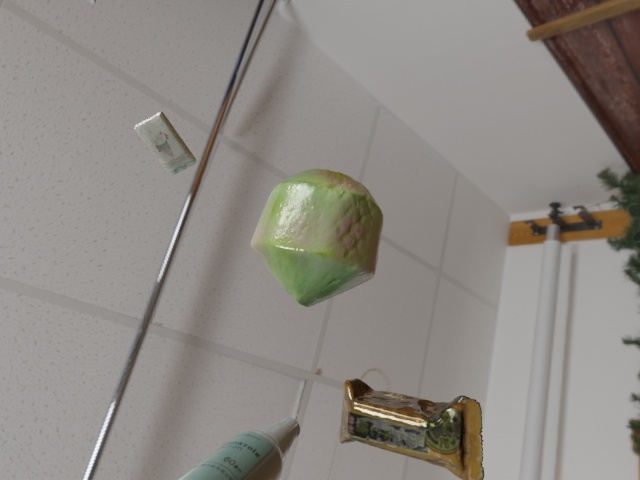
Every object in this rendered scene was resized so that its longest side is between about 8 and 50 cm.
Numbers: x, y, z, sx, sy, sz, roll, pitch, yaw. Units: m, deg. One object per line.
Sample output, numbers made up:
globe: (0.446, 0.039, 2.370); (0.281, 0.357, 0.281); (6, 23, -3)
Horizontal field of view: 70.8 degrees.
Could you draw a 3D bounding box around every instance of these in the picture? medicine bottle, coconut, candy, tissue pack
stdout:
medicine bottle: (-0.126, 0.386, 0.761); (0.352, 0.110, 0.110); (-1, -94, -69)
coconut: (0.000, 0.000, 0.777); (0.235, 0.204, 0.236); (2, -94, -37)
candy: (0.157, 0.329, 0.810); (0.101, 0.271, 0.143); (-1, -87, -58)
tissue pack: (-0.274, -0.171, 0.804); (0.108, 0.056, 0.023); (58, -170, -35)

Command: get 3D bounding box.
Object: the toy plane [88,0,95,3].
toy plane: (-0.405, -0.437, 0.612); (0.255, 0.101, 0.251); (29, -139, -24)
